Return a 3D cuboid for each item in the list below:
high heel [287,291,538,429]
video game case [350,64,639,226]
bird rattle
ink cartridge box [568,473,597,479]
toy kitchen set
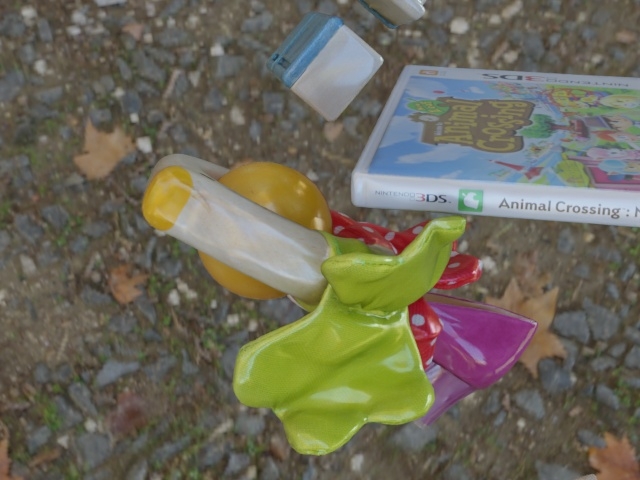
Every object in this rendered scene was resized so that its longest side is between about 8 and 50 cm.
[{"bbox_3d":[0.066,0.030,1.268,0.181,0.377,0.127,-42,18,8],"label":"high heel"},{"bbox_3d":[0.129,-0.060,0.644,0.193,0.023,0.212,5,24,10],"label":"video game case"},{"bbox_3d":[0.000,0.000,0.662,0.206,0.143,0.253,29,15,-1],"label":"bird rattle"},{"bbox_3d":[0.135,0.306,0.957,0.234,0.193,0.088,-13,47,-3],"label":"ink cartridge box"},{"bbox_3d":[0.005,-0.212,0.728,0.166,0.122,0.207,39,94,-14],"label":"toy kitchen set"}]
